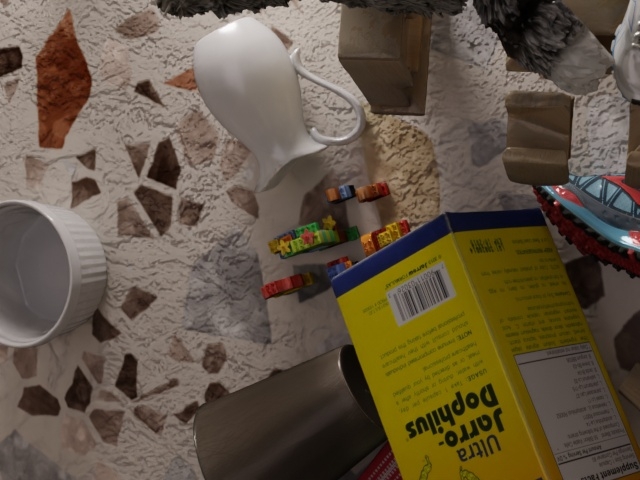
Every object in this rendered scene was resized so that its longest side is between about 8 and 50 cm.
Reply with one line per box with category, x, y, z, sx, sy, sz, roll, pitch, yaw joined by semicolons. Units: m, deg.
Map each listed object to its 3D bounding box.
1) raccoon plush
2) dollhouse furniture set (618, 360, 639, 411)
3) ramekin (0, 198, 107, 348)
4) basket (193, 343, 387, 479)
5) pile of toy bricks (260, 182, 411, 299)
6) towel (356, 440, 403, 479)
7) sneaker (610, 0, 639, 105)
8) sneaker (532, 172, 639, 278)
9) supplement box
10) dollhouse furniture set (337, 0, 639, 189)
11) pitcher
raccoon plush;0.038;-0.242;1.502;0.299;0.216;0.446;-43;77;11
dollhouse furniture set;0.456;0.104;1.538;0.303;0.174;0.355;-58;34;9
ramekin;-0.399;0.045;2.099;0.207;0.109;0.207;2;93;29
basket;-0.024;0.243;1.889;0.227;0.154;0.204;-33;54;21
pile of toy bricks;0.000;0.000;1.884;0.212;0.105;0.118;-22;83;27
towel;0.168;0.363;1.861;0.275;0.031;0.199;45;114;21
sneaker;0.335;-0.232;1.498;0.071;0.083;0.191;10;86;10
sneaker;0.363;-0.029;1.710;0.262;0.104;0.125;33;75;33
supplement box;0.193;0.163;1.704;0.195;0.194;0.356;-32;71;38
dollhouse furniture set;0.238;-0.243;1.690;0.394;0.256;0.362;3;83;11
pitcher;-0.055;-0.189;1.906;0.178;0.125;0.207;-28;91;6
